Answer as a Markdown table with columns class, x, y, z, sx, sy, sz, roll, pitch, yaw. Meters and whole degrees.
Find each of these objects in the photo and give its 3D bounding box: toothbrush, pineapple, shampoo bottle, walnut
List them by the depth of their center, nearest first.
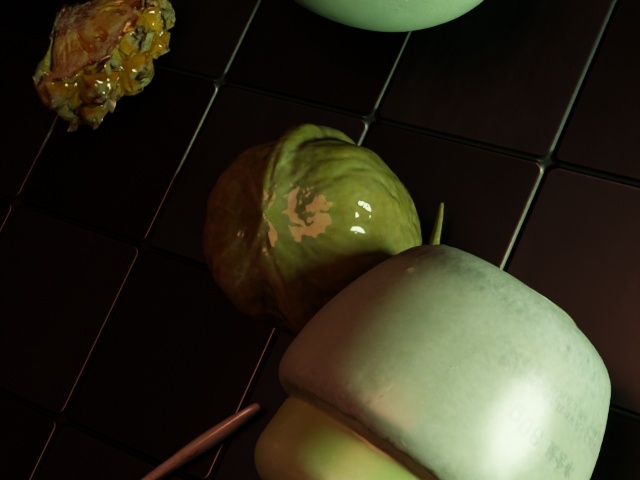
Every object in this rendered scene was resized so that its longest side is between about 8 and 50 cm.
| class | x | y | z | sx | sy | sz | roll | pitch | yaw |
| --- | --- | --- | --- | --- | --- | --- | --- | --- | --- |
| shampoo bottle | 0.116 | 0.177 | 1.351 | 0.322 | 0.322 | 0.317 | 32 | 79 | 35 |
| walnut | 0.000 | 0.000 | 1.524 | 0.227 | 0.283 | 0.283 | -7 | 65 | 26 |
| toothbrush | -0.194 | 0.285 | 1.651 | 0.307 | 0.025 | 0.030 | -35 | 65 | 11 |
| pineapple | -0.308 | -0.272 | 1.925 | 0.236 | 0.114 | 0.186 | -46 | 54 | -9 |

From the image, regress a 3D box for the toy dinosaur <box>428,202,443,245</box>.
| class | x | y | z | sx | sy | sz | roll | pitch | yaw |
| --- | --- | --- | --- | --- | --- | --- | --- | --- | --- |
| toy dinosaur | 0.118 | 0.050 | 1.580 | 0.126 | 0.039 | 0.162 | -31 | 56 | 15 |

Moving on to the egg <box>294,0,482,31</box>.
| class | x | y | z | sx | sy | sz | roll | pitch | yaw |
| --- | --- | --- | --- | --- | --- | --- | --- | --- | --- |
| egg | 0.062 | -0.399 | 1.664 | 0.388 | 0.276 | 0.276 | 27 | 83 | 32 |
